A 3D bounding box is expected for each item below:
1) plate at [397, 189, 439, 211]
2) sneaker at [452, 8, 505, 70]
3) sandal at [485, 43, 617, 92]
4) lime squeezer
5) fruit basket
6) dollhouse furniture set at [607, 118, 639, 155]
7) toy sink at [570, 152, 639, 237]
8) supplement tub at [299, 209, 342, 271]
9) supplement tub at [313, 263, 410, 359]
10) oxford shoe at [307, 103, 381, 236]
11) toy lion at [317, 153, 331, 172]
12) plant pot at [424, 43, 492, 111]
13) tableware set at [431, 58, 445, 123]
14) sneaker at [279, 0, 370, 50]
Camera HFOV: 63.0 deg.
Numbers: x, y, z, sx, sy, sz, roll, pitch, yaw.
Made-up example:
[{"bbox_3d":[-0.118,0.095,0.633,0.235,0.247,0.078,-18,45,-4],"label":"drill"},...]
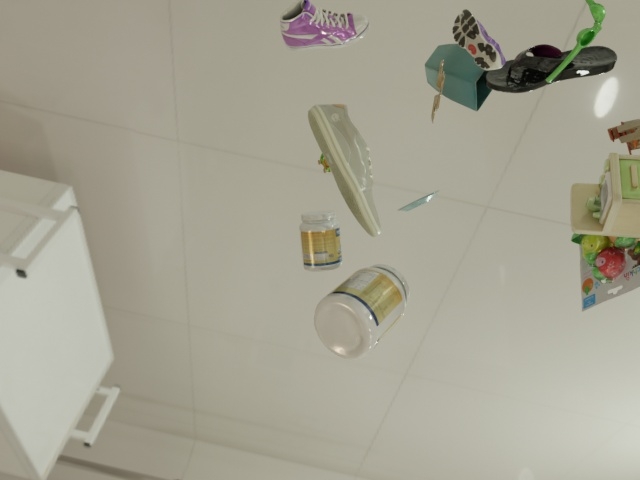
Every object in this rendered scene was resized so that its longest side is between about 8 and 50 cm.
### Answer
[{"bbox_3d":[0.402,-0.155,2.128,0.024,0.188,0.188,64,3,-2],"label":"plate"},{"bbox_3d":[0.376,-0.469,1.237,0.068,0.071,0.170,-41,-108,45],"label":"sneaker"},{"bbox_3d":[0.774,-0.610,1.770,0.107,0.446,0.167,77,-1,-47],"label":"sandal"},{"bbox_3d":[0.717,-0.589,1.443,0.059,0.110,0.310,13,93,-62],"label":"lime squeezer"},{"bbox_3d":[0.966,0.025,1.742,0.327,0.165,0.353,122,-11,-61],"label":"fruit basket"},{"bbox_3d":[1.377,-0.415,2.327,0.262,0.135,0.259,49,40,-33],"label":"dollhouse furniture set"},{"bbox_3d":[0.713,-0.106,1.203,0.131,0.234,0.153,70,31,-52],"label":"toy sink"},{"bbox_3d":[0.000,0.000,1.844,0.144,0.144,0.199,-71,157,-79],"label":"supplement tub"},{"bbox_3d":[0.148,0.226,1.747,0.316,0.228,0.228,-32,142,-50],"label":"supplement tub"},{"bbox_3d":[0.106,-0.221,1.611,0.449,0.130,0.169,66,-11,-11],"label":"oxford shoe"},{"bbox_3d":[0.028,-0.361,2.358,0.100,0.034,0.096,60,-31,37],"label":"toy lion"},{"bbox_3d":[0.520,-0.629,1.956,0.165,0.234,0.166,-54,152,-12],"label":"plant pot"},{"bbox_3d":[0.326,-0.411,1.440,0.168,0.020,0.141,-68,164,-54],"label":"tableware set"},{"bbox_3d":[0.012,-0.681,1.623,0.161,0.282,0.102,70,9,-67],"label":"sneaker"}]
